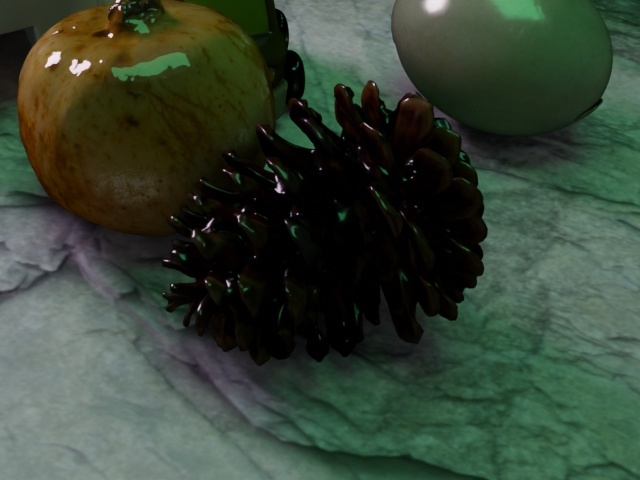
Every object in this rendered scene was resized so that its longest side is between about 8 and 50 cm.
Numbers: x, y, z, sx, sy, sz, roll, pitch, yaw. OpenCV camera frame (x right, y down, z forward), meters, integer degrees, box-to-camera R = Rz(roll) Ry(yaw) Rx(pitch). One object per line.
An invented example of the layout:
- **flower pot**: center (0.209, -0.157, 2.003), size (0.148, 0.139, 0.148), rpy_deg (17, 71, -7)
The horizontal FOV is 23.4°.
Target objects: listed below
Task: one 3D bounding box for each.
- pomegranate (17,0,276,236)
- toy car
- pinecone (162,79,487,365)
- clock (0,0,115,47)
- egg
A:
- **pomegranate**: center (-0.163, -0.123, 1.451), size (0.248, 0.248, 0.248), rpy_deg (5, 39, -4)
- **toy car**: center (-0.119, -0.250, 1.641), size (0.204, 0.198, 0.248), rpy_deg (-5, 41, -15)
- **pinecone**: center (0.000, -0.001, 1.340), size (0.292, 0.246, 0.246), rpy_deg (-27, 49, -14)
- **clock**: center (-0.369, -0.243, 1.642), size (0.262, 0.116, 0.231), rpy_deg (-18, 25, -31)
- **egg**: center (0.191, -0.210, 1.655), size (0.253, 0.187, 0.186), rpy_deg (28, 43, 19)
